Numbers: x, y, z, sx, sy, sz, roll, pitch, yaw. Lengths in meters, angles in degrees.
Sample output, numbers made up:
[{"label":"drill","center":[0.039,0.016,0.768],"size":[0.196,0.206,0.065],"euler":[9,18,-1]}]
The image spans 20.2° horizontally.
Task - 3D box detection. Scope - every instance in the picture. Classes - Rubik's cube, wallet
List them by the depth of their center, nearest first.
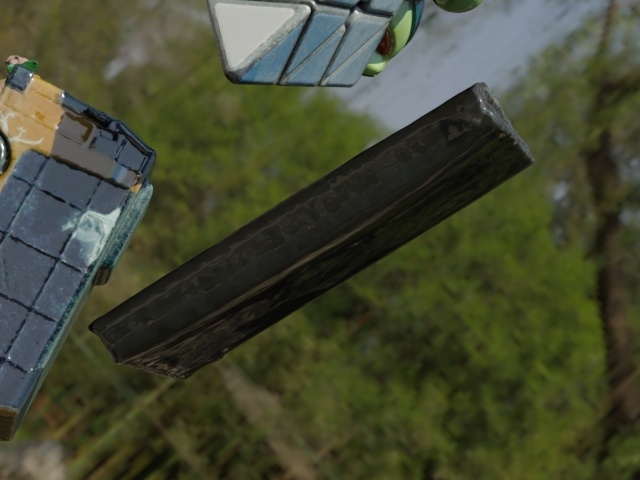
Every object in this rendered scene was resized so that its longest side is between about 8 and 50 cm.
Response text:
[{"label":"wallet","center":[0.000,-0.001,1.636],"size":[0.062,0.406,0.228],"euler":[61,9,13]},{"label":"Rubik's cube","center":[-0.015,-0.260,1.717],"size":[0.233,0.228,0.228],"euler":[-161,-106,-65]}]

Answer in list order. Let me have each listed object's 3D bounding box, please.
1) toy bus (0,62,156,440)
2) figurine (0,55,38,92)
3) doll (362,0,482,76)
[{"label":"toy bus","center":[-0.302,0.015,1.727],"size":[0.194,0.323,0.162],"euler":[28,-20,-2]},{"label":"figurine","center":[-0.367,-0.161,1.954],"size":[0.178,0.144,0.114],"euler":[56,-17,-26]},{"label":"doll","center":[0.046,-0.290,1.982],"size":[0.322,0.186,0.198],"euler":[-23,-41,39]}]
